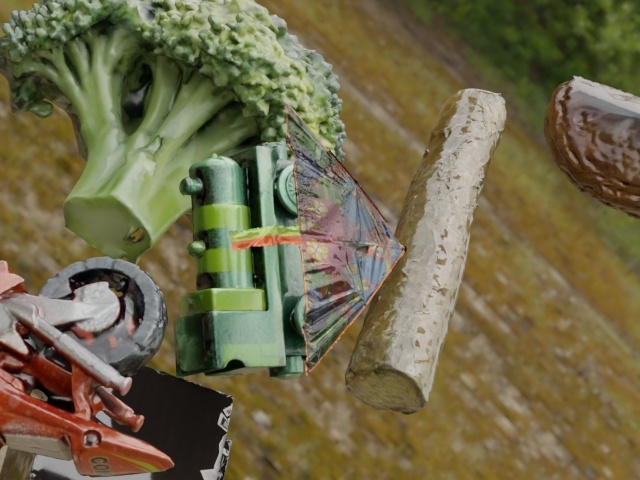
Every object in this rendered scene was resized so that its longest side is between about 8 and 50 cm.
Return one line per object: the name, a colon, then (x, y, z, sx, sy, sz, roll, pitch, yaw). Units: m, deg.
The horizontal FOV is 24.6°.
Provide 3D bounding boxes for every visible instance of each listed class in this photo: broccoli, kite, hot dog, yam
broccoli: (-0.135, -0.128, 1.411, 0.375, 0.249, 0.302, 34, 15, -3)
kite: (0.000, 0.000, 0.999, 0.159, 0.010, 0.190, 10, 69, -41)
hot dog: (0.319, -0.084, 1.417, 0.227, 0.099, 0.160, 30, 28, 27)
yam: (0.086, -0.002, 1.102, 0.066, 0.066, 0.299, 39, 49, -22)

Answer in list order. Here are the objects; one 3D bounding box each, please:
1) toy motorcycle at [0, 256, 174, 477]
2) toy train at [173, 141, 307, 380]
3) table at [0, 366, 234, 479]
toy motorcycle: (-0.244, 0.091, 0.949, 0.089, 0.298, 0.171, 87, -1, -58)
toy train: (-0.058, 0.016, 1.210, 0.132, 0.083, 0.200, 2, 76, -38)
table: (-0.181, 0.226, 1.250, 0.172, 0.169, 0.193, 21, 52, -16)
